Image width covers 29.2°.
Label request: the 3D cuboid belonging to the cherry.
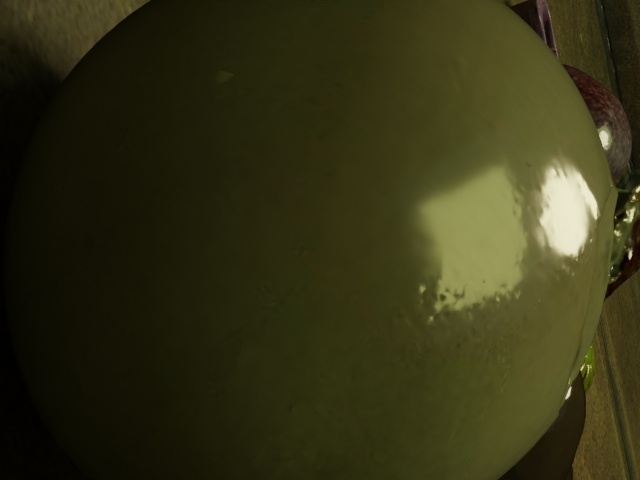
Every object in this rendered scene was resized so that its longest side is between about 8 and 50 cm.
[{"bbox_3d":[0.294,-0.131,1.470,0.176,0.140,0.176,32,48,-44],"label":"cherry"}]

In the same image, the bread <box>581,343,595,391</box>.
[{"bbox_3d":[0.267,0.113,1.379,0.130,0.071,0.139,53,32,-43],"label":"bread"}]

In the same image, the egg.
[{"bbox_3d":[0.000,0.000,0.467,0.269,0.219,0.219,-42,120,-52],"label":"egg"}]

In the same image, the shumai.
[{"bbox_3d":[0.271,-0.019,1.304,0.184,0.142,0.184,14,73,-53],"label":"shumai"}]

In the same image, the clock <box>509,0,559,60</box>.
[{"bbox_3d":[0.282,-0.245,1.627,0.110,0.050,0.153,-7,86,-71],"label":"clock"}]

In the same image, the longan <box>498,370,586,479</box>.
[{"bbox_3d":[0.059,0.083,0.668,0.189,0.189,0.189,-10,90,-71],"label":"longan"}]
